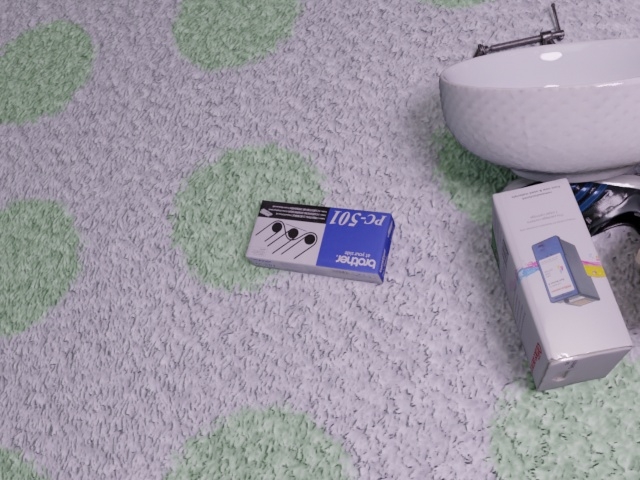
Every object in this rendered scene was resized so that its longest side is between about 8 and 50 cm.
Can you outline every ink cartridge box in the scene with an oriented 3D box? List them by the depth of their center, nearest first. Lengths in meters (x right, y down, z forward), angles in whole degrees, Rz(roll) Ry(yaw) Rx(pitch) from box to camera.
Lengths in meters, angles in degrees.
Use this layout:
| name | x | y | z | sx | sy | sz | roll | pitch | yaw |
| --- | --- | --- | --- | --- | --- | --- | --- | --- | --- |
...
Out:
| name | x | y | z | sx | sy | sz | roll | pitch | yaw |
| --- | --- | --- | --- | --- | --- | --- | --- | --- | --- |
| ink cartridge box | 0.278 | 0.058 | 0.722 | 0.093 | 0.154 | 0.212 | -12 | 62 | 9 |
| ink cartridge box | 0.000 | 0.000 | 0.892 | 0.207 | 0.046 | 0.097 | 7 | 69 | 19 |

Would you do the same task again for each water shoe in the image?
| name | x | y | z | sx | sy | sz | roll | pitch | yaw |
| --- | --- | --- | --- | --- | --- | --- | --- | --- | --- |
| water shoe | 0.347 | -0.045 | 0.798 | 0.203 | 0.073 | 0.080 | 1 | 71 | 17 |

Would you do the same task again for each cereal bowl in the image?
| name | x | y | z | sx | sy | sz | roll | pitch | yaw |
| --- | --- | --- | --- | --- | --- | --- | --- | --- | --- |
| cereal bowl | 0.327 | -0.166 | 0.770 | 0.339 | 0.141 | 0.339 | -9 | 23 | 4 |

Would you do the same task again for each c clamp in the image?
| name | x | y | z | sx | sy | sz | roll | pitch | yaw |
| --- | --- | --- | --- | --- | --- | --- | --- | --- | --- |
| c clamp | 0.316 | -0.300 | 0.958 | 0.161 | 0.022 | 0.137 | -15 | 68 | 8 |

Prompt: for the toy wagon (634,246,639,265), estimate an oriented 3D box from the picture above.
| name | x | y | z | sx | sy | sz | roll | pitch | yaw |
| --- | --- | --- | --- | --- | --- | --- | --- | --- | --- |
| toy wagon | 0.527 | 0.053 | 0.628 | 0.344 | 0.068 | 0.267 | 26 | 38 | 26 |
